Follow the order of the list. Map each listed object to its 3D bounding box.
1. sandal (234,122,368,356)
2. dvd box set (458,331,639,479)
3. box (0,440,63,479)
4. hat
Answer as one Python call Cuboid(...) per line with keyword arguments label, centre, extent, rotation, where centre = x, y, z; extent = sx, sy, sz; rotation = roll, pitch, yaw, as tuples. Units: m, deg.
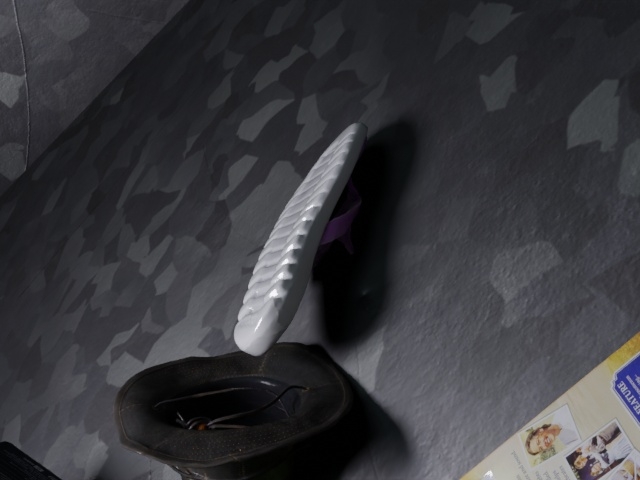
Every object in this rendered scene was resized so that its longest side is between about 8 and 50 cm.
Cuboid(label="sandal", centre=(-0.008, 0.005, 1.380), extent=(0.169, 0.102, 0.416), rotation=(-34, 25, 53))
Cuboid(label="dvd box set", centre=(0.301, 0.236, 0.822), extent=(0.420, 0.062, 0.307), rotation=(-44, 35, 14))
Cuboid(label="box", centre=(-0.492, 0.462, 1.283), extent=(0.293, 0.212, 0.395), rotation=(-56, -5, -5))
Cuboid(label="hat", centre=(-0.104, 0.249, 1.225), extent=(0.332, 0.133, 0.331), rotation=(-7, 16, 2))
